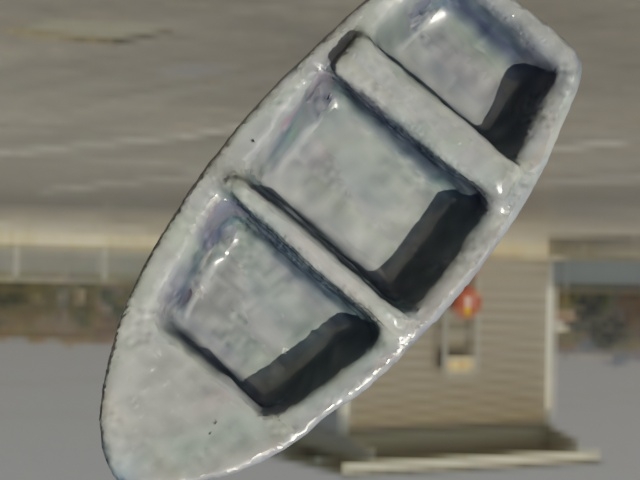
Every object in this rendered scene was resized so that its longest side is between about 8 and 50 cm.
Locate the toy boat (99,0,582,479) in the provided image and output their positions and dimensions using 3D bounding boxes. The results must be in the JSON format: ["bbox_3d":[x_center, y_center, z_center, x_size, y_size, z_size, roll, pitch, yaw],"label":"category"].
[{"bbox_3d":[0.000,0.000,0.814,0.127,0.283,0.078,41,175,-5],"label":"toy boat"}]
